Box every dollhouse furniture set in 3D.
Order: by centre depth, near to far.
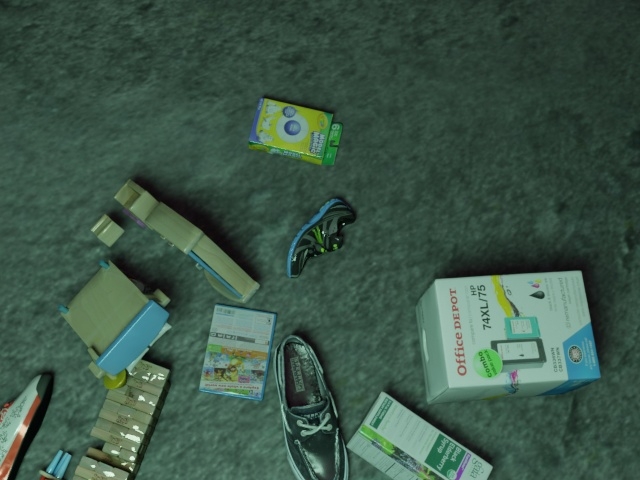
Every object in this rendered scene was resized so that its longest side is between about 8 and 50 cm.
[{"bbox_3d":[-0.322,0.101,1.502,0.303,0.198,0.286,-50,47,-9],"label":"dollhouse furniture set"}]

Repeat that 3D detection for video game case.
[{"bbox_3d":[-0.154,0.210,1.554,0.119,0.015,0.166,10,71,-2],"label":"video game case"}]

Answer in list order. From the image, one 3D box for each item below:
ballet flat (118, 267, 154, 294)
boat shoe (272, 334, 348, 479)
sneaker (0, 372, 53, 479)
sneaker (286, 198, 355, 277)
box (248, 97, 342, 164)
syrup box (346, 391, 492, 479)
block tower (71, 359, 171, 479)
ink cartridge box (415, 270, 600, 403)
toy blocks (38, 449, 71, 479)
[{"bbox_3d":[-0.367,0.081,1.564,0.114,0.041,0.041,29,72,4],"label":"ballet flat"},{"bbox_3d":[-0.017,0.315,1.484,0.108,0.102,0.301,-10,73,-8],"label":"boat shoe"},{"bbox_3d":[-0.580,0.339,1.435,0.145,0.090,0.270,20,74,-1],"label":"sneaker"},{"bbox_3d":[0.000,0.000,1.608,0.078,0.067,0.188,36,70,13],"label":"sneaker"},{"bbox_3d":[-0.049,-0.220,1.690,0.179,0.043,0.105,13,72,-2],"label":"box"},{"bbox_3d":[0.175,0.385,1.472,0.237,0.096,0.093,33,56,7],"label":"syrup box"},{"bbox_3d":[-0.361,0.375,1.442,0.091,0.097,0.335,20,73,2],"label":"block tower"},{"bbox_3d":[0.329,0.180,1.508,0.270,0.197,0.198,-3,72,-6],"label":"ink cartridge box"},{"bbox_3d":[-0.466,0.430,1.398,0.054,0.123,0.148,30,71,-13],"label":"toy blocks"}]
